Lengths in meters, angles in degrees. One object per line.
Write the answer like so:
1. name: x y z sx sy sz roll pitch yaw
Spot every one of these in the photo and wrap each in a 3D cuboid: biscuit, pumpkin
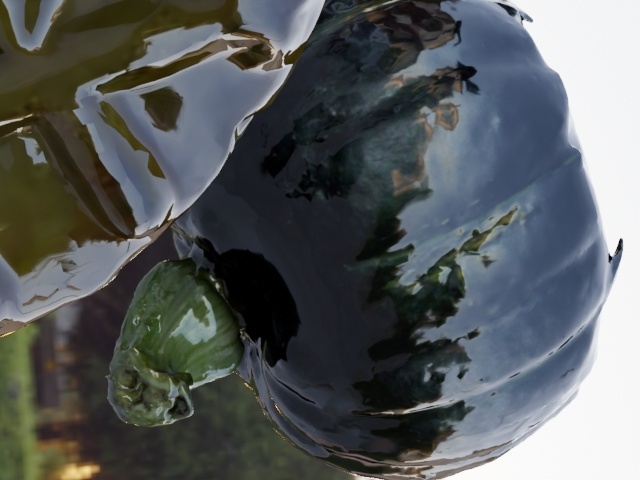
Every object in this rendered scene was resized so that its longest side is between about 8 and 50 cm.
1. biscuit: -0.149 -0.114 0.339 0.103 0.332 0.332 -109 -162 -67
2. pumpkin: 0.000 0.000 0.761 0.296 0.296 0.295 175 -90 -77
